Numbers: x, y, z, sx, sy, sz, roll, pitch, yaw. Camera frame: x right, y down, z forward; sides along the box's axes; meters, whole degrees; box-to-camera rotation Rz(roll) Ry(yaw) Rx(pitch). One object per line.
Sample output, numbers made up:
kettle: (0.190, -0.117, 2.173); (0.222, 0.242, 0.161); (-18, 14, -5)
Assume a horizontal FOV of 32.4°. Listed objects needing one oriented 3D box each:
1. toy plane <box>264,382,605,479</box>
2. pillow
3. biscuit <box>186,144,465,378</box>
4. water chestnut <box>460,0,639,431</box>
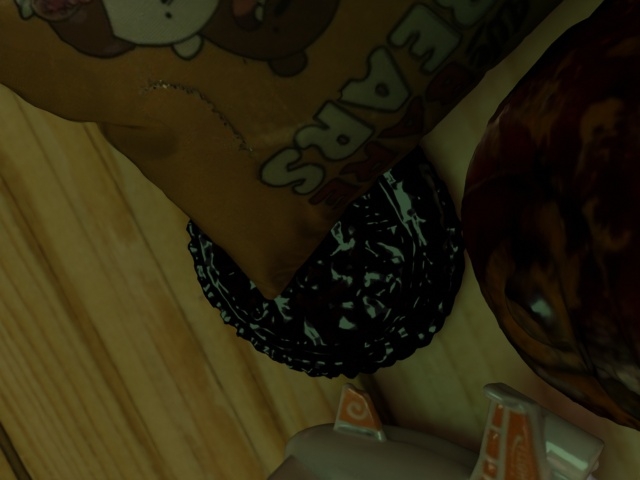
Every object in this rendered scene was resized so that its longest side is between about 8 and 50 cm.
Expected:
toy plane: (0.082, 0.191, 0.703); (0.245, 0.117, 0.244); (9, 110, 25)
pillow: (-0.034, -0.148, 0.562); (0.312, 0.119, 0.310); (36, 106, -26)
biscuit: (0.000, 0.000, 0.713); (0.194, 0.053, 0.194); (9, 111, 25)
water chestnut: (0.208, -0.021, 0.483); (0.289, 0.289, 0.244); (12, 85, 24)
